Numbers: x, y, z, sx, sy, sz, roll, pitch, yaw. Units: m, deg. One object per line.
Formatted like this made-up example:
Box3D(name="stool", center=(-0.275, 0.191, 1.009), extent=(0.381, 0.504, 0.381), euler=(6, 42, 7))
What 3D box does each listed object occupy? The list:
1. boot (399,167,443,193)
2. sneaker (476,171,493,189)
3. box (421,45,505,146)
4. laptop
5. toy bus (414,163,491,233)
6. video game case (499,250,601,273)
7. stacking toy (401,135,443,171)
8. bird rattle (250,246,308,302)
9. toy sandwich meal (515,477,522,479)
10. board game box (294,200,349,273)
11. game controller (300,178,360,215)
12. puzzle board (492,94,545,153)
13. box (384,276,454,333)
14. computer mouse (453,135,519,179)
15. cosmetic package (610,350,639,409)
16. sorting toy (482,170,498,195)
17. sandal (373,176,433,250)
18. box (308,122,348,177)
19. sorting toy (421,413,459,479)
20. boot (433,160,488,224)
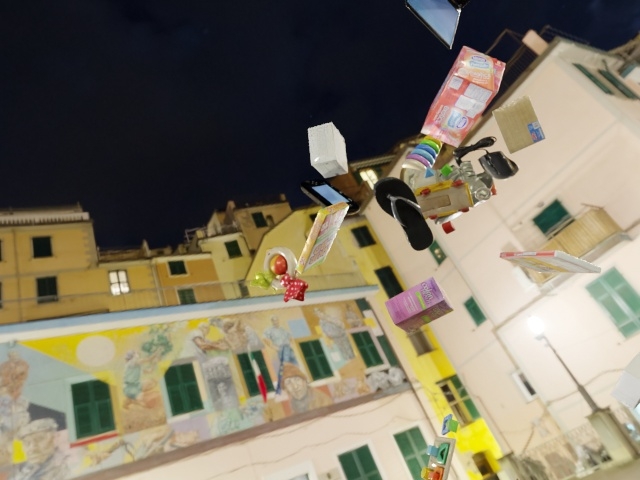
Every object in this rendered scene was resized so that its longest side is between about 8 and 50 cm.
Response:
Box3D(name="boot", center=(0.373, -0.159, 1.673), extent=(0.164, 0.214, 0.077), euler=(0, 7, -6))
Box3D(name="sneaker", center=(0.614, -0.212, 1.929), extent=(0.281, 0.106, 0.162), euler=(-36, -22, 7))
Box3D(name="box", center=(0.478, -0.479, 1.547), extent=(0.154, 0.142, 0.300), euler=(24, -24, 3))
Box3D(name="laptop", center=(0.404, -0.769, 1.354), extent=(0.234, 0.137, 0.264), euler=(24, -50, -36))
Box3D(name="toy bus", center=(0.394, -0.138, 1.410), extent=(0.191, 0.202, 0.104), euler=(-63, -5, 31))
Box3D(name="video game case", center=(0.833, 0.080, 1.668), extent=(0.203, 0.025, 0.285), euler=(19, -8, -16))
Box3D(name="stacking toy", center=(0.539, -0.465, 2.249), extent=(0.330, 0.141, 0.141), euler=(-57, -27, -14))
Box3D(name="bird rattle", center=(-0.156, 0.127, 1.746), extent=(0.143, 0.207, 0.253), euler=(-2, 6, -41))
Box3D(name="toy sandwich meal", center=(0.676, 0.857, 1.541), extent=(0.029, 0.086, 0.086), euler=(-2, -29, 10))
Box3D(name="board game box", center=(0.000, 0.000, 1.432), extent=(0.124, 0.039, 0.260), euler=(-26, -30, -48))
Box3D(name="game controller", center=(0.045, -0.211, 2.192), extent=(0.166, 0.319, 0.067), euler=(-22, -43, -31))
Box3D(name="puzzle board", center=(0.535, -0.312, 1.225), extent=(0.096, 0.128, 0.011), euler=(-24, 4, 17))
Box3D(name="box", center=(0.442, 0.292, 2.014), extent=(0.242, 0.117, 0.213), euler=(-31, -32, 13))
Box3D(name="computer mouse", center=(0.616, -0.278, 1.706), extent=(0.184, 0.060, 0.262), euler=(-14, -34, 42))
Box3D(name="cosmetic package", center=(0.813, 0.305, 1.116), extent=(0.239, 0.060, 0.099), euler=(-26, -51, -28))
Box3D(name="sorting toy", center=(0.658, -0.278, 2.114), extent=(0.365, 0.127, 0.126), euler=(0, -76, -11))
Box3D(name="sandal", center=(0.242, -0.075, 1.261), extent=(0.097, 0.054, 0.254), euler=(-38, -69, 7))
Box3D(name="box", center=(0.036, -0.402, 2.041), extent=(0.118, 0.182, 0.181), euler=(-11, -15, 18))
Box3D(name="sorting toy", center=(0.381, 0.742, 1.504), extent=(0.047, 0.348, 0.196), euler=(20, -23, 3))
Box3D(name="boot", center=(0.454, -0.167, 1.565), extent=(0.246, 0.161, 0.083), euler=(-28, -15, -15))
